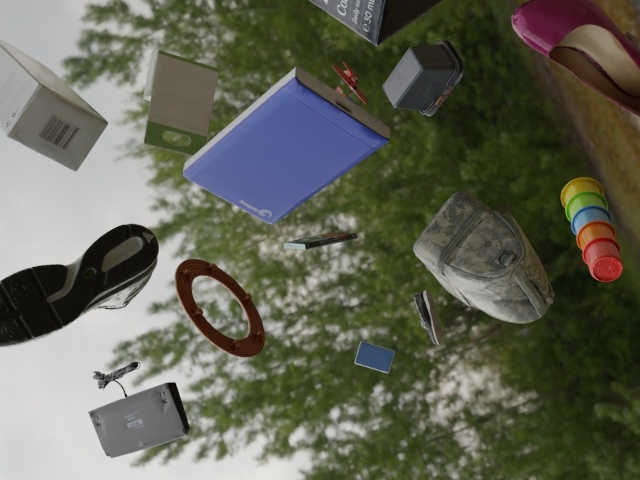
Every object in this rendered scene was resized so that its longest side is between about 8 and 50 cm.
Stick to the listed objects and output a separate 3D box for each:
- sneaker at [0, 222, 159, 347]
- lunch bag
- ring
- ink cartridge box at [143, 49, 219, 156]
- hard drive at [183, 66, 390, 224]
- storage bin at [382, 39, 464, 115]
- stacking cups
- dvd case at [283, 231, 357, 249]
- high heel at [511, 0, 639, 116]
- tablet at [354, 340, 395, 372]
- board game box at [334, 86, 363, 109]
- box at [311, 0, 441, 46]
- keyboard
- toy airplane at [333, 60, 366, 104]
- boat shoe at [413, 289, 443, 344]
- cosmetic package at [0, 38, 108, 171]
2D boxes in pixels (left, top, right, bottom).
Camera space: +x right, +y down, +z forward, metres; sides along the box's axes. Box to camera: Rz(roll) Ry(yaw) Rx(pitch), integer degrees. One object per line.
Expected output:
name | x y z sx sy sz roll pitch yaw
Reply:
sneaker | -0.571 0.147 2.121 0.169 0.447 0.257 56 161 17
lunch bag | 0.406 0.058 2.165 0.256 0.213 0.305 39 176 37
ring | -0.272 0.182 2.556 0.336 0.032 0.337 41 -156 -23
ink cartridge box | -0.351 -0.331 2.248 0.171 0.056 0.235 12 -95 -33
hard drive | -0.064 -0.154 1.597 0.210 0.318 0.040 29 -134 -30
storage bin | 0.182 -0.289 1.655 0.091 0.135 0.098 -7 -121 -35
stacking cups | 0.565 -0.020 1.914 0.096 0.096 0.316 62 -159 -25
dvd case | 0.000 0.000 1.777 0.087 0.119 0.013 4 102 59
high heel | 0.503 -0.322 1.645 0.377 0.127 0.181 6 -125 -33
tablet | 0.124 0.267 2.091 0.006 0.083 0.054 52 -126 -78
board game box | -0.018 -0.206 2.039 0.145 0.281 0.027 34 -162 -50
box | 0.052 -0.713 1.686 0.471 0.297 0.480 40 149 21
keyboard | -0.413 0.362 2.011 0.033 0.317 0.202 -19 -94 -51
toy airplane | 0.087 -0.446 2.534 0.151 0.028 0.151 48 -165 -18
boat shoe | 0.241 0.175 2.046 0.046 0.038 0.125 -12 -96 -63
cosmetic package | -0.715 -0.345 2.253 0.217 0.156 0.385 30 -172 -49
